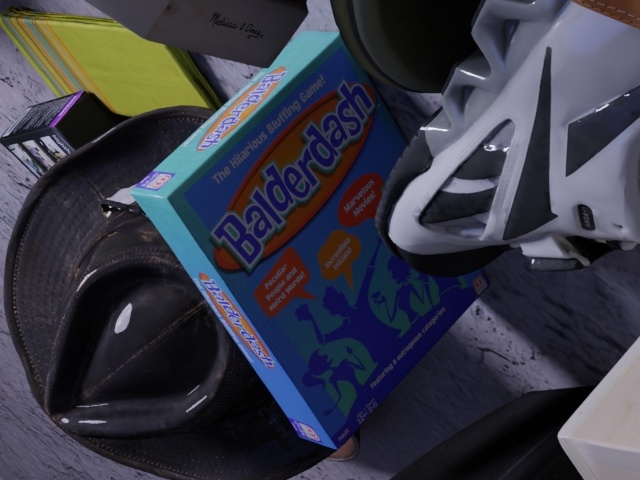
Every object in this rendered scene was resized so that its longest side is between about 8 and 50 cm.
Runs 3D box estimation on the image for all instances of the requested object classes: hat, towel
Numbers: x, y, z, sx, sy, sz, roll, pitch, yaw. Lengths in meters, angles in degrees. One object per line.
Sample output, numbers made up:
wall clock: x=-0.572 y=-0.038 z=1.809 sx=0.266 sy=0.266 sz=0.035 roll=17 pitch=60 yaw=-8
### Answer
hat: x=-0.118 y=0.075 z=1.217 sx=0.331 sy=0.134 sz=0.331 roll=9 pitch=116 yaw=19
towel: x=-0.158 y=-0.133 z=1.279 sx=0.237 sy=0.021 sz=0.102 roll=13 pitch=147 yaw=50

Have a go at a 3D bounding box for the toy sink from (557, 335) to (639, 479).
toy sink: x=0.259 y=0.137 z=0.849 sx=0.234 sy=0.153 sz=0.131 roll=55 pitch=155 yaw=-21

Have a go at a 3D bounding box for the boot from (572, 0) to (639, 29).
boot: x=0.148 y=-0.145 z=0.548 sx=0.283 sy=0.109 sz=0.220 roll=38 pitch=141 yaw=29

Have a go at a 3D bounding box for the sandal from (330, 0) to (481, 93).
sandal: x=0.062 y=-0.167 z=0.727 sx=0.086 sy=0.120 sz=0.303 roll=21 pitch=150 yaw=18

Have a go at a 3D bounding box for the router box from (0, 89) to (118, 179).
router box: x=-0.172 y=-0.042 z=1.398 sx=0.179 sy=0.046 sz=0.133 roll=46 pitch=158 yaw=-20

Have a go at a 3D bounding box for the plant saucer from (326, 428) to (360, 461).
plant saucer: x=-0.092 y=0.088 z=1.431 sx=0.310 sy=0.050 sz=0.310 roll=28 pitch=161 yaw=10

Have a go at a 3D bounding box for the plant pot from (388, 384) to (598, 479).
plant pot: x=0.156 y=0.199 z=1.111 sx=0.187 sy=0.167 sz=0.188 roll=50 pitch=156 yaw=-10

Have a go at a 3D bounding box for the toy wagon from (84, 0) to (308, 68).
toy wagon: x=-0.154 y=-0.217 z=0.883 sx=0.344 sy=0.068 sz=0.267 roll=47 pitch=-160 yaw=24

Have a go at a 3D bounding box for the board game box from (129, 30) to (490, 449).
board game box: x=0.000 y=0.000 z=1.049 sx=0.047 sy=0.160 sz=0.210 roll=10 pitch=140 yaw=53

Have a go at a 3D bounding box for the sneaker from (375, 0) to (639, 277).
sneaker: x=0.126 y=-0.033 z=0.824 sx=0.146 sy=0.122 sz=0.330 roll=43 pitch=158 yaw=9
